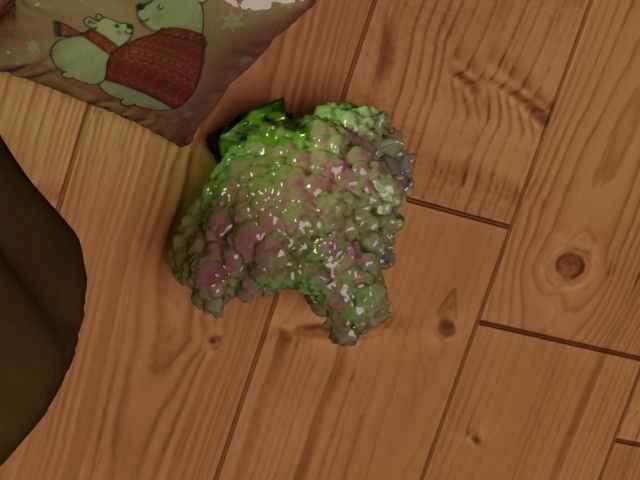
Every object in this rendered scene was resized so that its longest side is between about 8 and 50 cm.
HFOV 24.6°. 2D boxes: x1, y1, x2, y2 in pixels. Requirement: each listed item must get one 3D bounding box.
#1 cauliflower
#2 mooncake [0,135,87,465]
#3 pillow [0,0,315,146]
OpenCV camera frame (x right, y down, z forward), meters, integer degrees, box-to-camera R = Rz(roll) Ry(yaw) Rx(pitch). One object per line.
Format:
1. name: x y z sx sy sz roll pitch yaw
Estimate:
1. cauliflower: 0.000 0.000 1.402 0.256 0.239 0.315 -64 143 -26
2. mooncake: -0.408 0.069 1.063 0.467 0.467 0.262 -40 114 -11
3. pillow: -0.158 -0.189 1.274 0.236 0.084 0.223 23 129 -24
